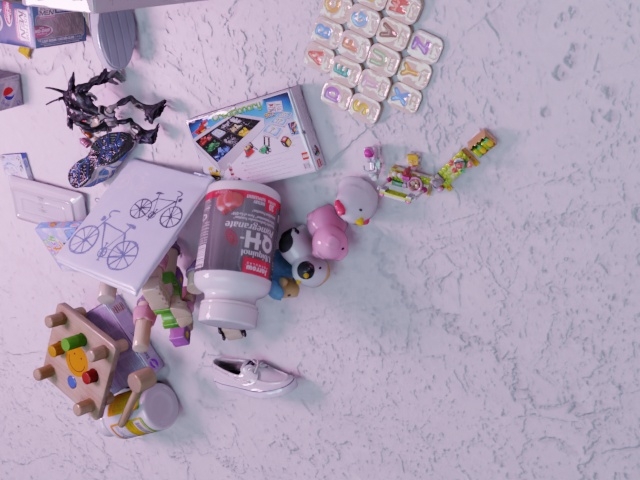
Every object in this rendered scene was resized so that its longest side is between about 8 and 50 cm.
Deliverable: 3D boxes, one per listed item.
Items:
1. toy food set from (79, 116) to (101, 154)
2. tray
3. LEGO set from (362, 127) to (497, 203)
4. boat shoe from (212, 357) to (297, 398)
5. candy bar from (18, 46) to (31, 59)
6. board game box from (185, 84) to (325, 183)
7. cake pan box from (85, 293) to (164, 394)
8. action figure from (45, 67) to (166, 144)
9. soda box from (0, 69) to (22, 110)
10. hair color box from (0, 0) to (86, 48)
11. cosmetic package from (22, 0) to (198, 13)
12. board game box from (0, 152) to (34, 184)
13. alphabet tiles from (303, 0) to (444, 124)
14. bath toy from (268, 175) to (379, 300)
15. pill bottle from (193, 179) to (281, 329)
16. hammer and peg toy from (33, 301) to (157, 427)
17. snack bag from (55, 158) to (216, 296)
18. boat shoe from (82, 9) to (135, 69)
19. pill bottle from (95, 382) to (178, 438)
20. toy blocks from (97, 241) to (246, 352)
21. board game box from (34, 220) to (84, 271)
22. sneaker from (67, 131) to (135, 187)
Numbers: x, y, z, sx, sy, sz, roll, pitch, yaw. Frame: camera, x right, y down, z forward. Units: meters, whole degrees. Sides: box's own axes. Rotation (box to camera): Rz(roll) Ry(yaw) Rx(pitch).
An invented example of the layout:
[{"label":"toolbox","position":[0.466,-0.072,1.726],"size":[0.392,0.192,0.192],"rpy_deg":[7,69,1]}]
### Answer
[{"label":"toy food set","position":[-0.610,-0.279,1.950],"size":[0.078,0.019,0.122],"rpy_deg":[4,112,27]},{"label":"tray","position":[-0.780,-0.092,2.102],"size":[0.271,0.030,0.145],"rpy_deg":[14,122,20]},{"label":"LEGO set","position":[0.218,-0.141,1.515],"size":[0.287,0.107,0.132],"rpy_deg":[-4,109,29]},{"label":"boat shoe","position":[-0.182,0.355,1.947],"size":[0.258,0.095,0.084],"rpy_deg":[-2,114,28]},{"label":"candy bar","position":[-0.746,-0.540,1.913],"size":[0.040,0.018,0.161],"rpy_deg":[42,123,5]},{"label":"board game box","position":[-0.154,-0.226,1.709],"size":[0.306,0.053,0.192],"rpy_deg":[-9,107,31]},{"label":"cake pan box","position":[-0.613,0.320,2.179],"size":[0.246,0.070,0.266],"rpy_deg":[-30,95,36]},{"label":"action figure","position":[-0.524,-0.329,1.816],"size":[0.276,0.141,0.164],"rpy_deg":[19,122,2]},{"label":"soda box","position":[-0.959,-0.428,2.026],"size":[0.287,0.098,0.091],"rpy_deg":[15,118,22]},{"label":"hair color box","position":[-0.765,-0.546,1.803],"size":[0.348,0.174,0.105],"rpy_deg":[14,116,23]},{"label":"cosmetic package","position":[-0.410,-0.564,1.514],"size":[0.197,0.366,0.155],"rpy_deg":[14,115,25]},{"label":"board game box","position":[-0.872,-0.206,2.120],"size":[0.090,0.020,0.089],"rpy_deg":[1,111,27]},{"label":"alphabet tiles","position":[0.102,-0.388,1.525],"size":[0.278,0.021,0.284],"rpy_deg":[30,122,14]},{"label":"bath toy","position":[0.000,0.000,1.680],"size":[0.151,0.129,0.348],"rpy_deg":[47,123,3]},{"label":"pill bottle","position":[-0.192,0.036,1.681],"size":[0.177,0.176,0.318],"rpy_deg":[-3,73,29]},{"label":"hammer and peg toy","position":[-0.638,0.368,2.054],"size":[0.361,0.127,0.265],"rpy_deg":[31,114,25]},{"label":"snack bag","position":[-0.449,-0.048,1.787],"size":[0.323,0.342,0.037],"rpy_deg":[15,155,36]},{"label":"boat shoe","position":[-0.513,-0.555,1.746],"size":[0.094,0.109,0.302],"rpy_deg":[5,105,43]},{"label":"pill bottle","position":[-0.549,0.510,2.182],"size":[0.246,0.136,0.136],"rpy_deg":[-21,100,33]},{"label":"toy blocks","position":[-0.368,0.096,1.888],"size":[0.309,0.260,0.288],"rpy_deg":[-9,138,6]},{"label":"board game box","position":[-0.681,0.018,2.078],"size":[0.212,0.039,0.160],"rpy_deg":[0,129,29]},{"label":"sneaker","position":[-0.561,-0.211,1.924],"size":[0.211,0.081,0.080],"rpy_deg":[-33,77,17]}]
